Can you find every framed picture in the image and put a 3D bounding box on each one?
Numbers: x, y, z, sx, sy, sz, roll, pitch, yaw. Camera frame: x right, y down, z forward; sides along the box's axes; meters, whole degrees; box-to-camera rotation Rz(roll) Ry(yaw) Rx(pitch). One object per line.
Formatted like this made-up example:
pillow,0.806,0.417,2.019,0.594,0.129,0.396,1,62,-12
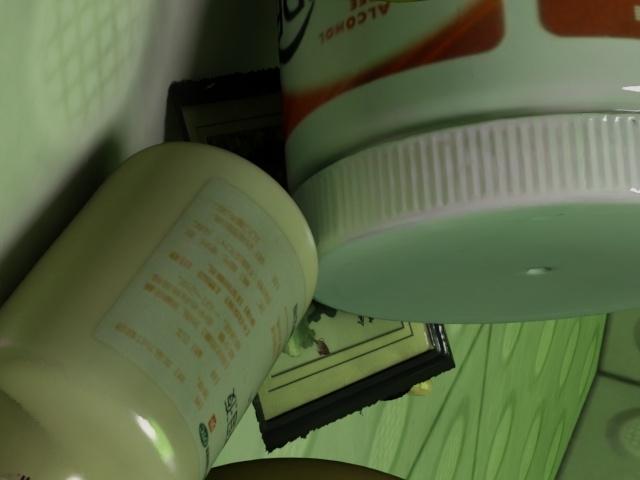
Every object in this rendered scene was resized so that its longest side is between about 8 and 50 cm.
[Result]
framed picture,0.000,0.000,0.890,0.195,0.010,0.199,-16,91,-53

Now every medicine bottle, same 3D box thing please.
medicine bottle,0.104,-0.098,0.838,0.252,0.252,0.241,50,34,-71
medicine bottle,-0.095,0.068,0.677,0.252,0.114,0.114,-57,157,-46

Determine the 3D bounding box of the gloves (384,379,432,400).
gloves,0.028,0.043,1.055,0.164,0.124,0.203,-54,166,-19

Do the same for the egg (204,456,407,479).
egg,-0.014,0.255,0.784,0.374,0.301,0.301,57,50,-61

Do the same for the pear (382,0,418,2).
pear,0.042,-0.233,0.589,0.294,0.294,0.294,15,90,-74
